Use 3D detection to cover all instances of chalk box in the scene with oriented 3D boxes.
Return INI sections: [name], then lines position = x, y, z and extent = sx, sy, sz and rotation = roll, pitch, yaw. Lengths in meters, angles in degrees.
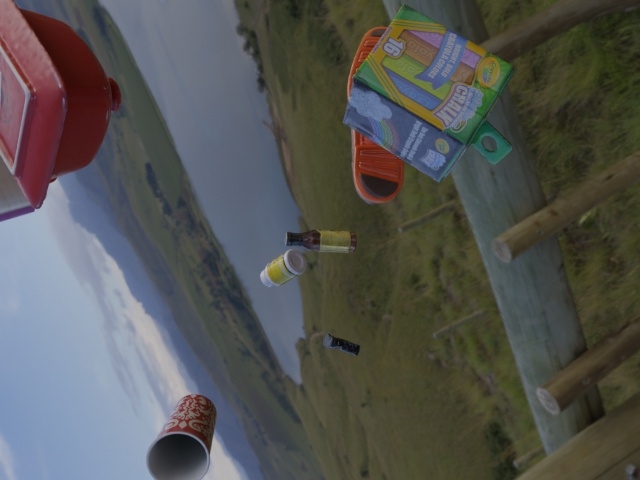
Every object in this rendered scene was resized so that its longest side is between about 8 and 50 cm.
[chalk box]
position = 0.157, -0.177, 0.704
extent = 0.213, 0.132, 0.132
rotation = 32, 167, 4

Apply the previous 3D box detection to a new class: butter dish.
[butter dish]
position = -0.253, -0.140, 0.521
extent = 0.160, 0.118, 0.160
rotation = 52, 131, 16

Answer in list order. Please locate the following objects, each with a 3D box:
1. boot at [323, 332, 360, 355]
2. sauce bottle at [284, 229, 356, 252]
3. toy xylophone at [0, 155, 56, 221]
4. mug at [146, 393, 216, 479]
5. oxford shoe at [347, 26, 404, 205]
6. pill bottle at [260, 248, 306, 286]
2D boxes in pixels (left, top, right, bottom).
[boot]
position = 0.067, 0.331, 1.694
extent = 0.121, 0.099, 0.045
rotation = 160, 128, -75
[sauce bottle]
position = 0.000, 0.000, 0.964
extent = 0.042, 0.128, 0.042
rotation = -176, 90, -76
[toy xylophone]
position = -0.517, -0.185, 0.855
extent = 0.081, 0.236, 0.323
rotation = 8, 108, 42
[mug]
position = -0.268, 0.394, 1.039
extent = 0.113, 0.150, 0.169
rotation = 26, -171, -8
[oxford shoe]
position = 0.110, -0.253, 1.110
extent = 0.133, 0.129, 0.364
rotation = 137, 138, -86
[pill bottle]
position = -0.092, 0.071, 1.286
extent = 0.116, 0.065, 0.065
rotation = -32, 82, 39
